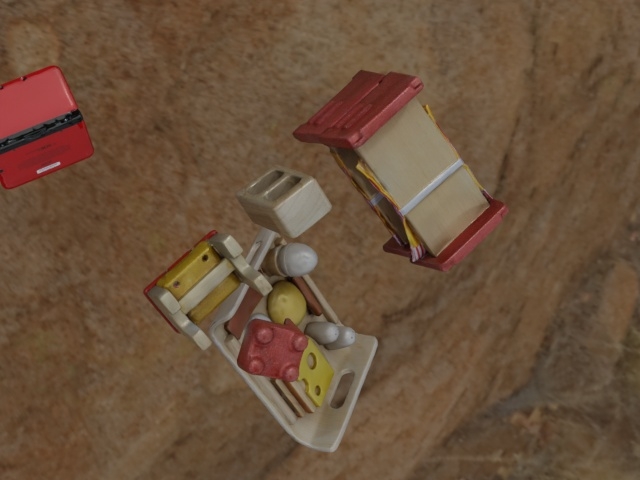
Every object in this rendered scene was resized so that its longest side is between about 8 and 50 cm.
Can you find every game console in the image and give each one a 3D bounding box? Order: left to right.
[{"bbox_3d":[-0.418,-0.162,1.588,0.144,0.085,0.124,-24,143,-13],"label":"game console"}]

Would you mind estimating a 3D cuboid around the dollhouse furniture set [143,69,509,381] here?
[{"bbox_3d":[0.000,0.000,1.215,0.374,0.152,0.201,-42,113,-12],"label":"dollhouse furniture set"}]

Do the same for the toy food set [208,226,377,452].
[{"bbox_3d":[-0.023,0.127,1.566,0.306,0.092,0.220,56,42,-33],"label":"toy food set"}]
